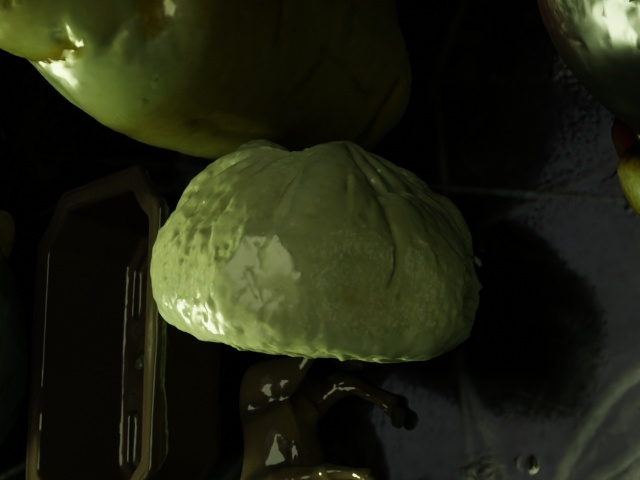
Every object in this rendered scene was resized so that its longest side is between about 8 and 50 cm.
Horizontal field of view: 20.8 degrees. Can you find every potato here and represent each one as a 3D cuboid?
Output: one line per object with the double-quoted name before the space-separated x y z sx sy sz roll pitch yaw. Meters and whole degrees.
"potato" -0.282 0.017 1.414 0.093 0.036 0.037 -53 54 10

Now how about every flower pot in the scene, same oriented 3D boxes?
"flower pot" -0.131 0.082 1.255 0.179 0.084 0.251 -15 71 51

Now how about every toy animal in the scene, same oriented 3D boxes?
"toy animal" -0.026 0.182 1.187 0.186 0.094 0.214 -17 62 24

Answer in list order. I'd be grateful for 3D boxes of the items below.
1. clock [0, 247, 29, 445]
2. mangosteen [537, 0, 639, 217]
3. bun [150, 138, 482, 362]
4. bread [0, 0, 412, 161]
"clock" -0.401 0.056 1.330 0.386 0.076 0.386 10 121 17
"mangosteen" 0.258 -0.131 0.951 0.307 0.307 0.347 11 107 34
"bun" 0.000 0.000 1.128 0.220 0.220 0.134 12 103 34
"bread" -0.105 -0.214 1.175 0.210 0.341 0.300 -45 54 24
